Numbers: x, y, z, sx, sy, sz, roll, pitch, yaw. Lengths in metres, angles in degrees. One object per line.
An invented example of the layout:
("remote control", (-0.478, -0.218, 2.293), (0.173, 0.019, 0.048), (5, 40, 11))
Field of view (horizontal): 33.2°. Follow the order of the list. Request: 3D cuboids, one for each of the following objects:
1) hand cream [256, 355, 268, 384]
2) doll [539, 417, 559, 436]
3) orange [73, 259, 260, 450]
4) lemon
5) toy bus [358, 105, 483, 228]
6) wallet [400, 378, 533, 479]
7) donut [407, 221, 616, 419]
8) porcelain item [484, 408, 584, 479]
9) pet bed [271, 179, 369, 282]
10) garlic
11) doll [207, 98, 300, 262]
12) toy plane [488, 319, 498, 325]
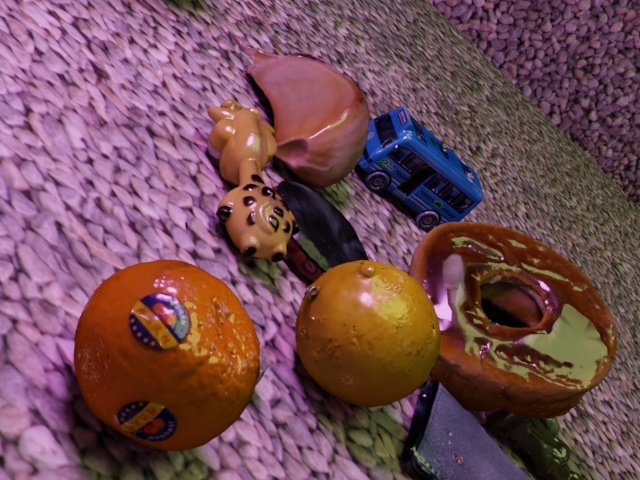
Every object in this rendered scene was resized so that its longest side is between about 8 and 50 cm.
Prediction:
("hand cream", (-0.117, 0.104, 1.174), (0.143, 0.039, 0.061), (43, 25, -5))
("doll", (0.342, 0.234, 1.763), (0.103, 0.071, 0.214), (37, 22, -31))
("orange", (-0.140, 0.104, 0.974), (0.178, 0.155, 0.177), (33, 35, -27))
("lemon", (0.059, 0.116, 1.304), (0.173, 0.173, 0.206), (-104, 167, -47))
("toy bus", (0.175, -0.129, 1.942), (0.246, 0.134, 0.113), (36, 27, -32))
("wallet", (0.256, 0.365, 1.436), (0.379, 0.046, 0.190), (47, 24, -9))
("donut", (0.262, 0.128, 1.589), (0.330, 0.160, 0.330), (13, 42, -12))
("porcelain item", (0.344, 0.325, 1.651), (0.215, 0.069, 0.081), (50, 17, -13))
("pet bed", (0.000, 0.000, 1.526), (0.201, 0.053, 0.201), (39, 25, -22))
("garlic", (-0.025, -0.228, 1.737), (0.196, 0.151, 0.338), (17, 36, -33))
("doll", (-0.096, -0.084, 1.436), (0.117, 0.086, 0.291), (19, 38, -32))
("toy plane", (0.236, 0.075, 1.807), (0.169, 0.078, 0.246), (37, 26, -27))
